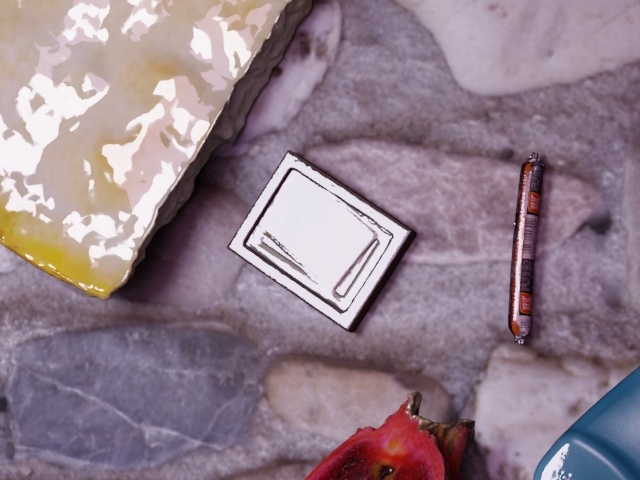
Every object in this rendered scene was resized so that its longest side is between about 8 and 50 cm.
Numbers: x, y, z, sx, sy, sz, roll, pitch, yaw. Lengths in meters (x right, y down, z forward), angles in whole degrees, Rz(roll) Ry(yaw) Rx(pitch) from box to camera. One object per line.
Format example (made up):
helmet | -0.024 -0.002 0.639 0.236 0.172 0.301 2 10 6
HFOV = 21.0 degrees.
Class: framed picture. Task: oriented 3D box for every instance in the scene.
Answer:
framed picture | 0.000 0.000 1.841 0.168 0.023 0.128 34 94 20

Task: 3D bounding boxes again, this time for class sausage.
sausage | 0.210 0.008 1.767 0.028 0.025 0.198 6 85 -12

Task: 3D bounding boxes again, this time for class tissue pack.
tissue pack | 0.353 0.210 1.605 0.287 0.206 0.198 -42 63 8

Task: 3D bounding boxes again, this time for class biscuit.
biscuit | -0.268 -0.185 1.916 0.446 0.104 0.429 25 91 18

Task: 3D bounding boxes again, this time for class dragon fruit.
dragon fruit | 0.094 0.262 1.715 0.262 0.134 0.211 4 66 54
